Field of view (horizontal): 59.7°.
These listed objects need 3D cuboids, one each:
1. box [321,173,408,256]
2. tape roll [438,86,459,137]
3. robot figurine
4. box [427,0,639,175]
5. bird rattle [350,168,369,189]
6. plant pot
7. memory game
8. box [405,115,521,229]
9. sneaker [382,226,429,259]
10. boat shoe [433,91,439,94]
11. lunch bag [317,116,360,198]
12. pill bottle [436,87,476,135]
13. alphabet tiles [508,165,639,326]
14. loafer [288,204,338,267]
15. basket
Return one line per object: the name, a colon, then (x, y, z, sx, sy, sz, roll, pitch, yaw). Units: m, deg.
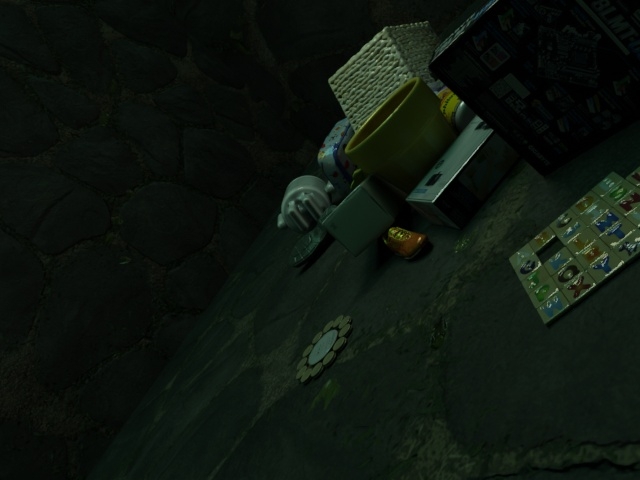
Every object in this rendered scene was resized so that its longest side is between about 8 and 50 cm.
box: (0.127, -0.086, 1.450, 0.148, 0.121, 0.311, -44, 1, 24)
tape roll: (0.364, -0.365, 1.695, 0.275, 0.090, 0.275, -47, 12, 14)
robot figurine: (-0.052, -0.149, 2.254, 0.300, 0.199, 0.353, -32, 15, 10)
box: (0.377, -0.284, 0.879, 0.293, 0.295, 0.073, -39, 18, 43)
bird rattle: (0.208, -0.201, 1.782, 0.207, 0.143, 0.253, -31, 5, 23)
plant pot: (0.230, -0.227, 1.368, 0.254, 0.239, 0.254, -46, 13, 13)
memory game: (0.008, 0.243, 1.257, 0.186, 0.012, 0.186, -47, 12, 12)
box: (0.328, -0.165, 1.192, 0.290, 0.087, 0.169, -49, 12, -1)
sneaker: (0.183, 0.002, 1.245, 0.064, 0.067, 0.175, -50, 13, -12)
boat shoe: (0.305, -0.380, 1.639, 0.142, 0.049, 0.040, -39, 34, 46)
lunch bag: (0.125, -0.308, 2.048, 0.115, 0.243, 0.303, -16, 33, 41)
pill bottle: (0.362, -0.334, 1.444, 0.117, 0.117, 0.215, -48, 23, 6)
alphabet tiles: (0.368, -0.009, 0.748, 0.237, 0.009, 0.198, -45, 12, 20)
loafer: (0.000, 0.000, 1.949, 0.267, 0.084, 0.096, -50, 42, 14)
basket: (0.265, -0.555, 1.964, 0.328, 0.266, 0.331, -28, -3, -44)
